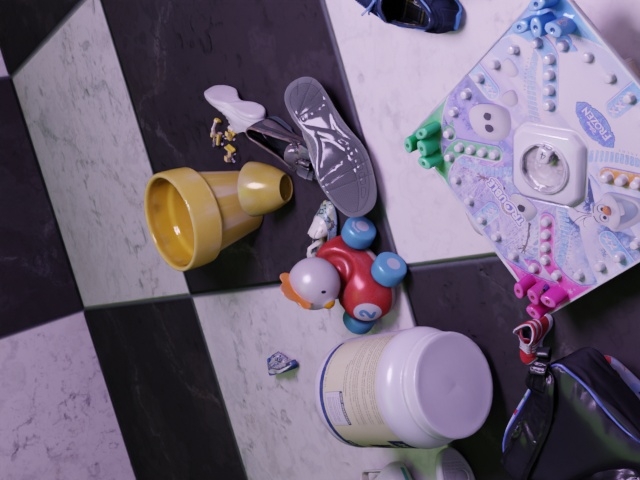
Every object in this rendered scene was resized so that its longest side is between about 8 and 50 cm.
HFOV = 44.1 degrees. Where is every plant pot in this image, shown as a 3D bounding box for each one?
[{"bbox_3d":[-0.123,-0.123,1.892,0.095,0.134,0.134,1,108,27],"label":"plant pot"},{"bbox_3d":[-0.285,-0.072,2.015,0.254,0.239,0.254,26,124,45],"label":"plant pot"}]

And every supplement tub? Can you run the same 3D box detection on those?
[{"bbox_3d":[0.162,0.300,1.600,0.324,0.235,0.236,-20,89,55],"label":"supplement tub"}]

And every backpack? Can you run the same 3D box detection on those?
[{"bbox_3d":[0.431,0.332,1.288,0.276,0.213,0.263,54,133,31],"label":"backpack"}]

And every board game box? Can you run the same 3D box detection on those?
[{"bbox_3d":[0.337,-0.109,1.197,0.390,0.050,0.390,54,143,9],"label":"board game box"}]

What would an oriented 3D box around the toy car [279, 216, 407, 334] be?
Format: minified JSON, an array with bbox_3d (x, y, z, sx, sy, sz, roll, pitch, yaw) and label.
[{"bbox_3d":[0.022,0.101,1.692,0.210,0.238,0.219,52,141,24],"label":"toy car"}]

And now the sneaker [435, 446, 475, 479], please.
[{"bbox_3d":[0.268,0.569,1.706,0.151,0.094,0.256,-15,92,57],"label":"sneaker"}]

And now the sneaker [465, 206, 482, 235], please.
[{"bbox_3d":[0.267,-0.114,1.417,0.229,0.087,0.092,71,160,3],"label":"sneaker"}]

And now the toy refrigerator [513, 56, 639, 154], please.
[{"bbox_3d":[0.374,-0.177,1.233,0.269,0.094,0.102,-24,93,55],"label":"toy refrigerator"}]

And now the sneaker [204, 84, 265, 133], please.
[{"bbox_3d":[-0.215,-0.313,1.962,0.212,0.080,0.094,37,144,36],"label":"sneaker"}]

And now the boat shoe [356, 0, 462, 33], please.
[{"bbox_3d":[0.137,-0.440,1.422,0.258,0.089,0.109,29,127,43],"label":"boat shoe"}]

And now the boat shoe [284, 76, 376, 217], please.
[{"bbox_3d":[0.027,-0.195,1.678,0.118,0.103,0.320,-31,80,8],"label":"boat shoe"}]

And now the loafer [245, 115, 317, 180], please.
[{"bbox_3d":[-0.070,-0.200,1.806,0.267,0.084,0.096,37,132,37],"label":"loafer"}]

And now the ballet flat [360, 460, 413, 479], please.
[{"bbox_3d":[0.111,0.639,1.937,0.139,0.139,0.400,60,139,15],"label":"ballet flat"}]

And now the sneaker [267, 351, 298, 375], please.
[{"bbox_3d":[-0.109,0.328,2.128,0.135,0.052,0.058,-25,81,54],"label":"sneaker"}]

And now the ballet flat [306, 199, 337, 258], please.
[{"bbox_3d":[0.000,0.000,1.824,0.070,0.070,0.189,29,127,43],"label":"ballet flat"}]

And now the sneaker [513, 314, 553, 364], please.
[{"bbox_3d":[0.371,0.183,1.417,0.042,0.067,0.119,41,135,35],"label":"sneaker"}]

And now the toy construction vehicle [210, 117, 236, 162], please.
[{"bbox_3d":[-0.254,-0.260,2.063,0.086,0.035,0.098,41,135,34],"label":"toy construction vehicle"}]
